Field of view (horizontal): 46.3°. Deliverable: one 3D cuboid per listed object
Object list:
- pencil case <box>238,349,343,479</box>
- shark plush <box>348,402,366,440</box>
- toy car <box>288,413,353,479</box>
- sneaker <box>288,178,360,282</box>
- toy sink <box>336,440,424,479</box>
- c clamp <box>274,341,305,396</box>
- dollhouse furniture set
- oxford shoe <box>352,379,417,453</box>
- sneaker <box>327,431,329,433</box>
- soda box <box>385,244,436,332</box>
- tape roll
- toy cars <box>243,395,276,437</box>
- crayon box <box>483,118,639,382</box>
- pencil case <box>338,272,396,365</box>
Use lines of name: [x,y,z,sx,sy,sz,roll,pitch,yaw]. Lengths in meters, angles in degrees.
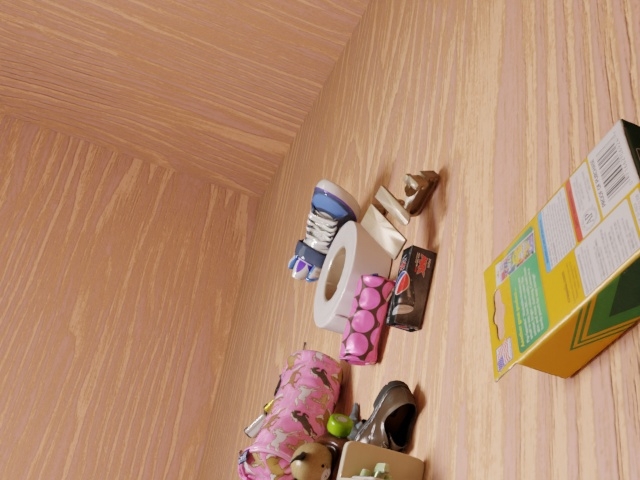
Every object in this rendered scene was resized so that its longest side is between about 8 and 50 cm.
pencil case: [-0.062,0.416,1.731,0.386,0.167,0.160,-60,-13,-57]
shark plush: [0.080,0.418,1.633,0.067,0.073,0.161,-44,3,23]
toy car: [0.001,0.450,1.474,0.149,0.188,0.155,28,108,40]
sneaker: [0.000,0.000,2.038,0.236,0.130,0.323,-56,-18,-16]
toy sink: [0.106,0.451,1.200,0.131,0.152,0.234,139,148,-65]
c clamp: [-0.093,0.408,2.303,0.161,0.022,0.137,-50,15,30]
dollhouse furniture set: [0.204,-0.058,1.628,0.123,0.151,0.144,50,129,32]
oxford shoe: [0.116,0.382,1.405,0.096,0.082,0.227,-133,61,-70]
sneaker: [-0.051,0.595,1.748,0.321,0.127,0.126,-46,9,0]
soda box: [0.186,0.099,1.537,0.053,0.060,0.169,143,144,-69]
tape roll: [0.078,0.099,1.893,0.286,0.100,0.286,-161,90,-77]
toy cars: [-0.120,0.507,2.176,0.176,0.087,0.394,-38,-11,-35]
crayon box: [0.336,0.032,0.968,0.323,0.083,0.203,122,161,-44]
pencil case: [0.110,0.181,1.693,0.095,0.098,0.210,30,-108,-59]
